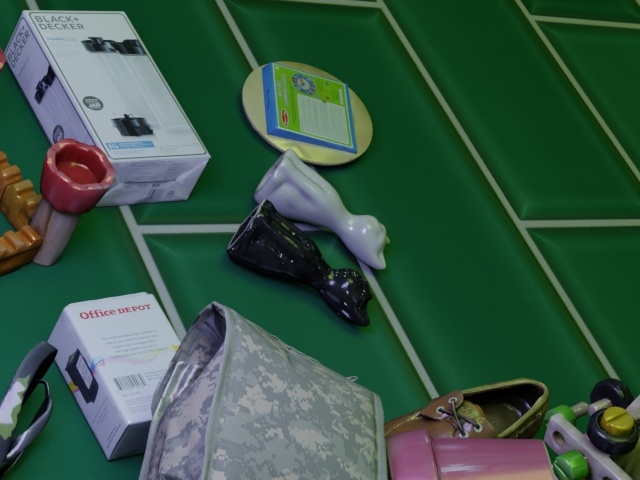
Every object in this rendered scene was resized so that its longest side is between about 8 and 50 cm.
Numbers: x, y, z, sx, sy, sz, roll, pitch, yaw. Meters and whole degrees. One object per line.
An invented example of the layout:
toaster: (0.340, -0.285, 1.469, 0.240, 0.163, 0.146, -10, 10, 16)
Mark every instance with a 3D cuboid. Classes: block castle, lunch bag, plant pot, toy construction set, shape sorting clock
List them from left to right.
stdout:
block castle: (-0.487, -0.081, 1.892, 0.303, 0.213, 0.453, 46, 40, 17)
lunch bag: (-0.057, 0.228, 1.763, 0.235, 0.169, 0.287, 32, 43, -22)
shape sorting clock: (-0.020, -0.187, 2.467, 0.206, 0.040, 0.206, 18, 44, -18)
plant pot: (0.176, 0.305, 1.886, 0.180, 0.201, 0.201, -10, 46, 1)
toy construction set: (0.367, 0.300, 1.925, 0.237, 0.257, 0.309, -17, 70, -40)

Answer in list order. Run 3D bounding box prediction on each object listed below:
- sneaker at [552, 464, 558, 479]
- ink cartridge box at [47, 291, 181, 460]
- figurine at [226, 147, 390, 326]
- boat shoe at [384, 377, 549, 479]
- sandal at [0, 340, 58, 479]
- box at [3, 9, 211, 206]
sneaker: (0.281, 0.373, 2.025, 0.111, 0.103, 0.252, 11, 34, -23)
ink cartridge box: (-0.219, 0.154, 1.932, 0.127, 0.072, 0.175, -8, 53, -39)
figurine: (0.000, 0.000, 2.253, 0.209, 0.092, 0.215, 35, 36, -9)
boat shoe: (0.164, 0.234, 2.082, 0.307, 0.104, 0.111, -17, 59, -44)
sandal: (-0.333, 0.219, 1.776, 0.054, 0.097, 0.254, 26, 49, -6)
box: (-0.290, -0.182, 2.239, 0.169, 0.087, 0.290, -5, 51, -38)
